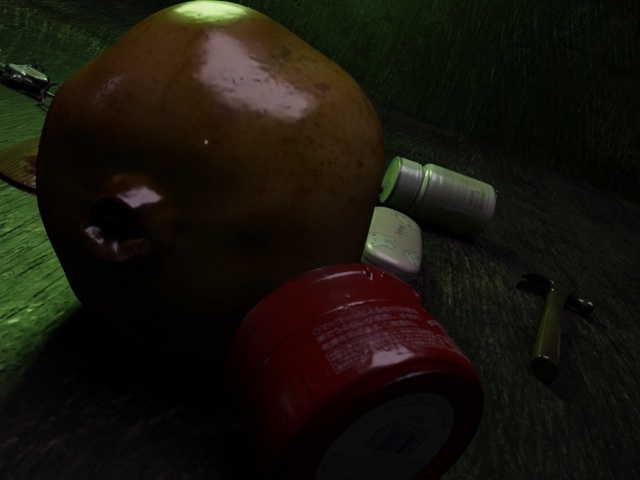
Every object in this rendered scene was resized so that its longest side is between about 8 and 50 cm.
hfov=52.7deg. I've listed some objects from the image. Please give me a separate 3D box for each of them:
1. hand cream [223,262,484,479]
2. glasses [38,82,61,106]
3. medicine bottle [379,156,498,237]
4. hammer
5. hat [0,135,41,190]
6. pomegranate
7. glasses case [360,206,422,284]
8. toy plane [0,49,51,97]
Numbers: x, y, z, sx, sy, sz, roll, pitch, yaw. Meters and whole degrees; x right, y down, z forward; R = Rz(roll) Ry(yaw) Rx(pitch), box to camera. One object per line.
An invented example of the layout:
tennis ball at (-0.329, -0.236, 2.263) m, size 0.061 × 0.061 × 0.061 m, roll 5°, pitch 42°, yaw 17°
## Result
hand cream at (0.031, 0.149, 0.619) m, size 0.230 × 0.230 × 0.149 m, roll 7°, pitch 27°, yaw -33°
glasses at (-0.514, -0.274, 1.366) m, size 0.140 × 0.062 × 0.104 m, roll 31°, pitch 1°, yaw 22°
medicine bottle at (0.286, -0.109, 1.585) m, size 0.258 × 0.143 × 0.143 m, roll 20°, pitch 21°, yaw -10°
hammer at (0.447, 0.159, 1.242) m, size 0.168 × 0.044 × 0.440 m, roll 28°, pitch 22°, yaw 13°
hat at (-0.432, -0.147, 1.068) m, size 0.193 × 0.082 × 0.193 m, roll 18°, pitch 22°, yaw -7°
pomegranate at (-0.121, -0.057, 0.745) m, size 0.417 × 0.416 × 0.416 m, roll 19°, pitch 22°, yaw -8°
glasses case at (0.139, 0.004, 1.267) m, size 0.113 × 0.075 × 0.297 m, roll 24°, pitch 22°, yaw -1°
toy plane at (-0.666, -0.370, 1.413) m, size 0.197 × 0.053 × 0.078 m, roll 27°, pitch 30°, yaw 2°
